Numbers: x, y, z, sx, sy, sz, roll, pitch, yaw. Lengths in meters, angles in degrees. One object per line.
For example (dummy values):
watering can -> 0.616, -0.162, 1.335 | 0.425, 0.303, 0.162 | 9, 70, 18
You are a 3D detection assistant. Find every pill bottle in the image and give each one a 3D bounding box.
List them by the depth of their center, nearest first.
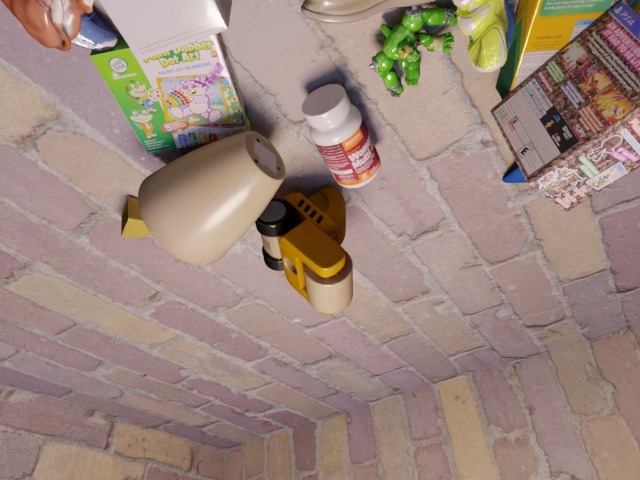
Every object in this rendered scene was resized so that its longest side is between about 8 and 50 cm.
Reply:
pill bottle -> 0.049, -0.231, 1.041 | 0.121, 0.121, 0.221 | -18, 139, 15

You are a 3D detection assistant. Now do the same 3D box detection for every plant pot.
plant pot -> -0.220, -0.119, 1.045 | 0.274, 0.256, 0.256 | -32, 133, 26
plant pot -> -0.478, -0.056, 1.229 | 0.083, 0.081, 0.081 | 11, 138, -33

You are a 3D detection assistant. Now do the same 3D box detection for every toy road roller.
toy road roller -> 0.000, 0.000, 1.181 | 0.241, 0.329, 0.202 | -35, 147, -22

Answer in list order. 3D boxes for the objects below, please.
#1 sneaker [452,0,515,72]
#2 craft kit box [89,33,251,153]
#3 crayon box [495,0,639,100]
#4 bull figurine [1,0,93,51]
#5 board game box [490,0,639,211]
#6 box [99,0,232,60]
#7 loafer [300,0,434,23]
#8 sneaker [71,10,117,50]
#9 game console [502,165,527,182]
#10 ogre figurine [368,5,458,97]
sneaker -> 0.306, -0.443, 0.858 | 0.091, 0.126, 0.240 | 3, 120, 35
craft kit box -> -0.297, -0.310, 0.965 | 0.250, 0.061, 0.246 | -10, 137, 5
crayon box -> 0.486, -0.424, 0.888 | 0.203, 0.083, 0.323 | -5, 141, -1
bull figurine -> -0.468, -0.435, 0.671 | 0.188, 0.101, 0.310 | -11, 127, 46
board game box -> 0.510, -0.242, 0.863 | 0.141, 0.232, 0.291 | 24, 133, -31
box -> -0.268, -0.433, 0.770 | 0.181, 0.119, 0.182 | -13, 139, 11
loafer -> 0.092, -0.453, 0.807 | 0.269, 0.102, 0.092 | -16, 131, -6
sneaker -> -0.450, -0.417, 0.799 | 0.081, 0.080, 0.211 | -31, 134, 30
game console -> 0.638, -0.252, 1.152 | 0.293, 0.173, 0.250 | -2, 109, -5
ogre figurine -> 0.174, -0.378, 0.908 | 0.118, 0.096, 0.197 | 5, 158, -39
